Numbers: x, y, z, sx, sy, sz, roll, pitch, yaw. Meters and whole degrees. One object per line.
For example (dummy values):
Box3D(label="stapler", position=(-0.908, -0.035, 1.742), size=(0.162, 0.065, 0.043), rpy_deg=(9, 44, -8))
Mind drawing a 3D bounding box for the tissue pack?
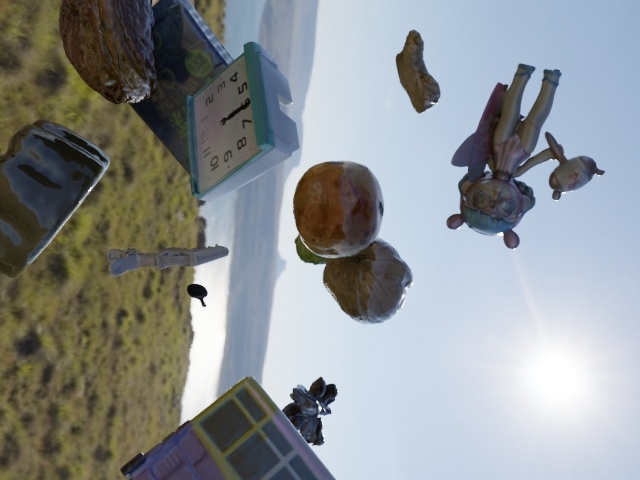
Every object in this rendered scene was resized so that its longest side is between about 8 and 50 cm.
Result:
Box3D(label="tissue pack", position=(-0.352, -0.398, 1.453), size=(0.394, 0.288, 0.124), rpy_deg=(51, 19, -18))

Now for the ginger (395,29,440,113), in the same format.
Box3D(label="ginger", position=(0.251, -0.452, 1.489), size=(0.137, 0.074, 0.213), rpy_deg=(14, -45, 58))

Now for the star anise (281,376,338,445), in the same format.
Box3D(label="star anise", position=(-0.036, 0.469, 1.482), size=(0.110, 0.198, 0.258), rpy_deg=(48, -54, 39))

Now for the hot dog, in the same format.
Box3D(label="hot dog", position=(-0.464, -0.503, 1.218), size=(0.267, 0.174, 0.388), rpy_deg=(-2, -86, 48))

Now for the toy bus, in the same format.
Box3D(label="toy bus", position=(-0.040, 0.423, 0.732), size=(0.440, 0.249, 0.209), rpy_deg=(47, -26, 17))

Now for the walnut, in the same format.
Box3D(label="walnut", position=(0.118, 0.098, 1.367), size=(0.228, 0.228, 0.228), rpy_deg=(-174, -90, -86))

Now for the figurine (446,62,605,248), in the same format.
Box3D(label="figurine", position=(0.296, -0.118, 0.806), size=(0.103, 0.205, 0.260), rpy_deg=(-56, 160, -70))

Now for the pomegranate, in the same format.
Box3D(label="pomegranate", position=(0.031, -0.070, 1.200), size=(0.215, 0.215, 0.215), rpy_deg=(-174, -90, -86))

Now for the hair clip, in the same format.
Box3D(label="hair clip", position=(-0.283, 0.035, 1.031), size=(0.072, 0.226, 0.034), rpy_deg=(-120, -149, -64))

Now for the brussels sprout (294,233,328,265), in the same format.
Box3D(label="brussels sprout", position=(-0.001, -0.003, 1.648), size=(0.151, 0.149, 0.122), rpy_deg=(-30, 126, -57))

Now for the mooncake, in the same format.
Box3D(label="mooncake", position=(-0.701, -0.109, 1.339), size=(0.378, 0.201, 0.378), rpy_deg=(-41, -157, 22))

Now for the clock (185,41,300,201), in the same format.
Box3D(label="clock", position=(-0.165, -0.233, 1.140), size=(0.231, 0.116, 0.262), rpy_deg=(-28, -122, 32))

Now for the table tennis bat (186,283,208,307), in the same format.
Box3D(label="table tennis bat", position=(-0.289, 0.130, 1.316), size=(0.083, 0.050, 0.007), rpy_deg=(52, -50, 42))
